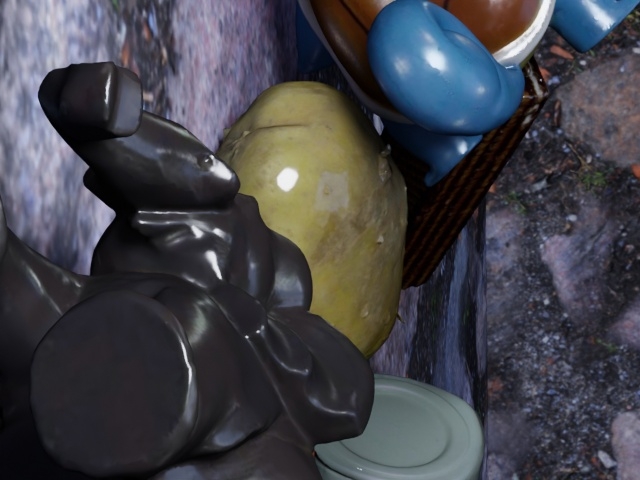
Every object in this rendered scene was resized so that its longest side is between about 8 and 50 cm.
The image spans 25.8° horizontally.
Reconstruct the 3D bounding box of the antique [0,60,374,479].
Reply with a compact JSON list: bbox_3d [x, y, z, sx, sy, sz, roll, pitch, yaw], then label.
[{"bbox_3d":[-0.090,0.097,0.655,0.255,0.185,0.322,25,65,-67],"label":"antique"}]

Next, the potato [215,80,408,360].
[{"bbox_3d":[0.000,0.000,1.113,0.296,0.141,0.191,74,20,-54],"label":"potato"}]

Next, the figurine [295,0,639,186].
[{"bbox_3d":[0.079,-0.196,1.115,0.243,0.298,0.416,22,34,-36],"label":"figurine"}]

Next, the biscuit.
[{"bbox_3d":[0.110,-0.075,1.358,0.388,0.073,0.107,117,-41,-58],"label":"biscuit"}]

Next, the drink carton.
[{"bbox_3d":[0.056,0.228,1.137,0.191,0.185,0.189,-65,168,-58],"label":"drink carton"}]
